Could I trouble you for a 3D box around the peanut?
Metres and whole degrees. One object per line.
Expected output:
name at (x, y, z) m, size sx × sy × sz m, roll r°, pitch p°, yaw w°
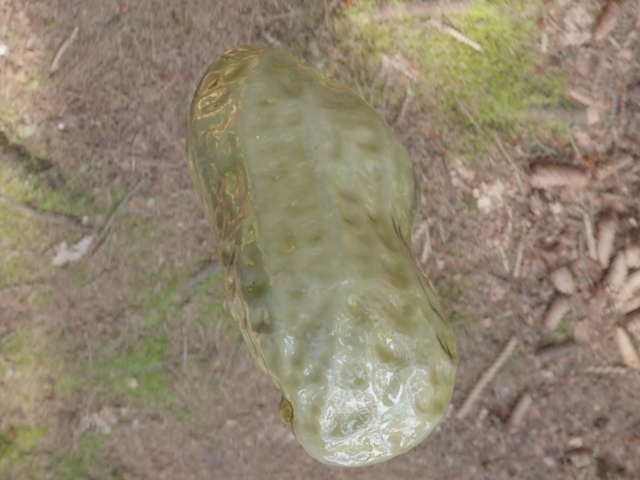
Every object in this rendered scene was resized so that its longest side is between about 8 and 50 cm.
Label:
peanut at (0.000, 0.000, 0.790) m, size 0.152 × 0.313 × 0.152 m, roll -12°, pitch 147°, yaw -8°
